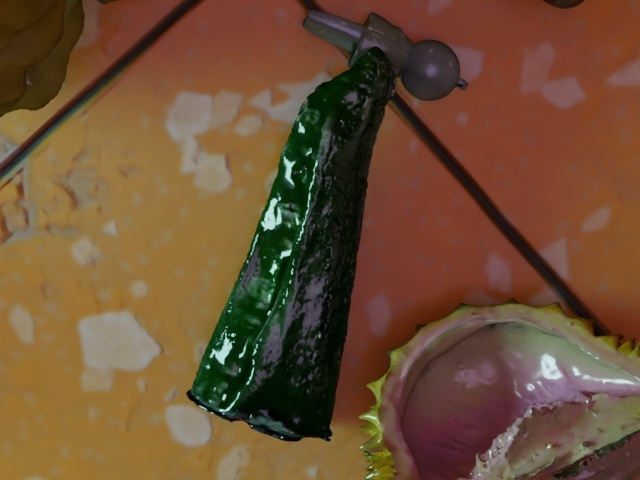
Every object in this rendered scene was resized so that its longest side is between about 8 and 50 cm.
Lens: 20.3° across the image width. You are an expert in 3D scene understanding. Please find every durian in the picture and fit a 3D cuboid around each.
[{"bbox_3d":[0.113,0.115,0.996,0.165,0.132,0.182,41,84,-18],"label":"durian"}]

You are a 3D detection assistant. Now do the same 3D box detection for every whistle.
[{"bbox_3d":[0.038,-0.107,1.009,0.100,0.035,0.035,22,97,-4],"label":"whistle"}]

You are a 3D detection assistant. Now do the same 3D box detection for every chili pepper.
[{"bbox_3d":[0.000,0.000,1.003,0.088,0.059,0.227,18,100,-4],"label":"chili pepper"}]

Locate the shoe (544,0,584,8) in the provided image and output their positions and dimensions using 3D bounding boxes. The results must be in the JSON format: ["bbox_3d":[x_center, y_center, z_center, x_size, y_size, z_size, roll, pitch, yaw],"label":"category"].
[{"bbox_3d":[0.109,-0.175,0.988,0.109,0.069,0.072,27,121,3],"label":"shoe"}]

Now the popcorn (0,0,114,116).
[{"bbox_3d":[-0.207,-0.200,0.856,0.312,0.312,0.312,0,98,-2],"label":"popcorn"}]
